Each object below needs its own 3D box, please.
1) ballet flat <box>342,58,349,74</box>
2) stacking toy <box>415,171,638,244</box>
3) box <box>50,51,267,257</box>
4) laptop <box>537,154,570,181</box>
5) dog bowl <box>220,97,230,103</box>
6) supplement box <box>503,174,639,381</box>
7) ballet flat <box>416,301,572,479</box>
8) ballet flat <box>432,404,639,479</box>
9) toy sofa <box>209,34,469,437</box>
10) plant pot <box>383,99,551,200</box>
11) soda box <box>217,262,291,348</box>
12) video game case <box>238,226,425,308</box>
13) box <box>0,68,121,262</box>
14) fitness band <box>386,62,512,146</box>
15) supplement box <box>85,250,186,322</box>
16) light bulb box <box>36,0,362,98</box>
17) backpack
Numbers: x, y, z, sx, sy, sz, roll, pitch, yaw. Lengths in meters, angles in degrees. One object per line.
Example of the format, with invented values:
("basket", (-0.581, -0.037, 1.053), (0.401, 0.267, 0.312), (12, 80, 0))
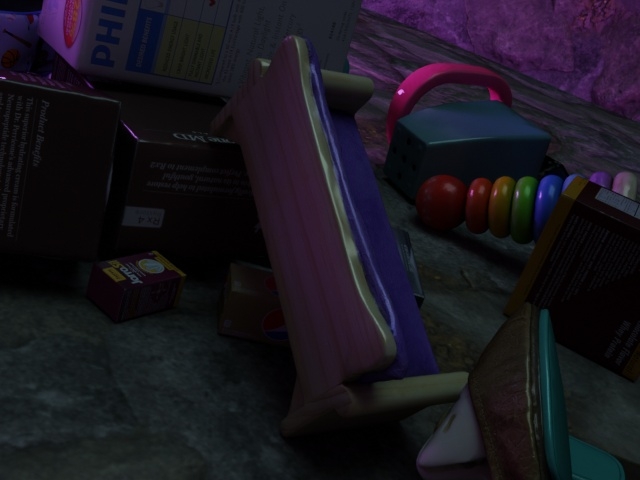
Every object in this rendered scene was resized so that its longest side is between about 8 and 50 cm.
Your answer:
("ballet flat", (-0.041, -0.304, 1.445), (0.077, 0.077, 0.231), (11, 12, 36))
("stacking toy", (0.311, -0.052, 1.287), (0.330, 0.141, 0.141), (8, 19, 21))
("box", (-0.212, -0.123, 1.050), (0.191, 0.143, 0.381), (3, 26, -33))
("laptop", (0.386, -0.150, 1.757), (0.264, 0.136, 0.234), (-29, 48, -27))
("dog bowl", (-0.139, -0.229, 1.406), (0.349, 0.102, 0.349), (16, 24, -8))
("supplement box", (0.388, 0.047, 1.130), (0.194, 0.191, 0.129), (28, 25, 17))
("ballet flat", (0.137, 0.204, 0.606), (0.124, 0.116, 0.342), (-14, 56, 16))
("ballet flat", (0.257, 0.242, 0.706), (0.348, 0.123, 0.123), (19, 23, 14))
("toy sofa", (0.027, -0.008, 0.801), (0.150, 0.177, 0.362), (2, 61, -37))
("plant pot", (0.243, -0.143, 1.464), (0.234, 0.165, 0.166), (-4, 33, -29))
("soda box", (-0.018, 0.081, 0.906), (0.181, 0.058, 0.061), (13, 25, -14))
("video game case", (0.000, 0.000, 1.131), (0.274, 0.026, 0.196), (16, 25, -9))
("box", (-0.327, -0.087, 0.842), (0.203, 0.168, 0.167), (8, 10, -26))
("fitness band", (0.243, -0.229, 1.567), (0.291, 0.209, 0.054), (-4, 35, -36))
("supplement box", (-0.191, 0.046, 0.862), (0.055, 0.043, 0.083), (35, 28, 28))
("light bulb box", (-0.137, -0.381, 1.067), (0.361, 0.358, 0.225), (4, 21, -34))
("backpack", (-0.495, -0.300, 1.151), (0.276, 0.213, 0.263), (20, 15, 14))
